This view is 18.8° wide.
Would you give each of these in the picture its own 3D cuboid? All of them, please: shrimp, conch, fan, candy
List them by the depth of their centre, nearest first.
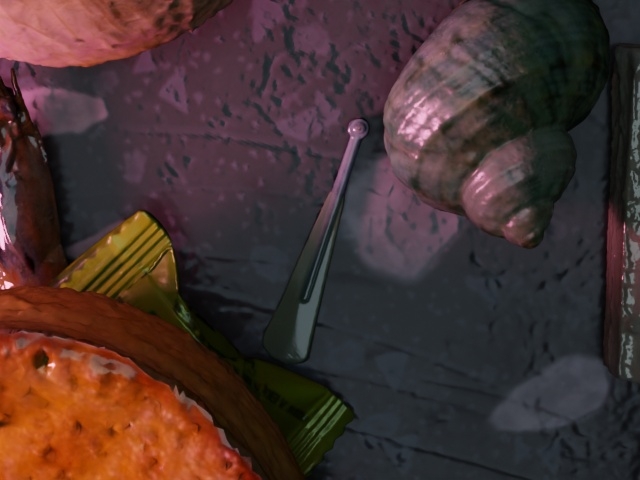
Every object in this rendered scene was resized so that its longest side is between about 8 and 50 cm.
[{"bbox_3d":[0.131,-0.094,1.381,0.175,0.122,0.188,-2,100,-24],"label":"conch"},{"bbox_3d":[-0.096,0.106,1.417,0.149,0.069,0.246,-45,110,8],"label":"candy"},{"bbox_3d":[-0.256,-0.008,1.423,0.143,0.052,0.251,0,97,3],"label":"shrimp"},{"bbox_3d":[0.000,0.000,1.441,0.038,0.016,0.193,18,96,0],"label":"fan"}]

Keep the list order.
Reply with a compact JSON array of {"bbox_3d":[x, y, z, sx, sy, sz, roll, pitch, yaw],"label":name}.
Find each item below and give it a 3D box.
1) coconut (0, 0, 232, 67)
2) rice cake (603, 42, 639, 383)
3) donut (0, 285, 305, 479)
[{"bbox_3d":[-0.175,-0.298,1.257,0.404,0.404,0.405,0,96,0],"label":"coconut"},{"bbox_3d":[0.242,-0.016,1.423,0.057,0.052,0.256,-2,97,-29],"label":"rice cake"},{"bbox_3d":[-0.172,0.206,1.347,0.435,0.163,0.378,23,115,0],"label":"donut"}]
